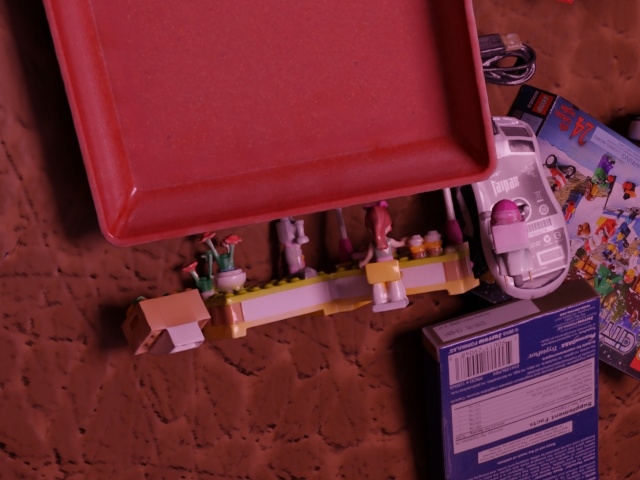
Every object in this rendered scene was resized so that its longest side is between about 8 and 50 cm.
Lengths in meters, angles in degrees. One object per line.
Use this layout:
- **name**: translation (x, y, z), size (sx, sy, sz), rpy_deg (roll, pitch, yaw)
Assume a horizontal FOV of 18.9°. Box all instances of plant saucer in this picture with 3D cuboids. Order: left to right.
- **plant saucer**: translation (-0.036, -0.141, 1.194), size (0.258, 0.048, 0.259), rpy_deg (-10, 114, 3)

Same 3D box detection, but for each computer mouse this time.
- **computer mouse**: translation (0.123, -0.050, 1.377), size (0.106, 0.042, 0.193), rpy_deg (-16, 91, -19)

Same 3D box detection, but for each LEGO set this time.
- **LEGO set**: translation (0.000, 0.000, 1.317), size (0.287, 0.132, 0.107), rpy_deg (-10, 92, -3)

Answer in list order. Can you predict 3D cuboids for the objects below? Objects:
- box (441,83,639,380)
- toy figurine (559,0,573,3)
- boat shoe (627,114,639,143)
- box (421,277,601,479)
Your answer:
- **box**: translation (0.210, 0.000, 1.487), size (0.233, 0.044, 0.159), rpy_deg (27, 90, -36)
- **toy figurine**: translation (0.229, -0.370, 1.354), size (0.217, 0.191, 0.362), rpy_deg (-50, 124, -47)
- **boat shoe**: translation (0.307, -0.108, 1.503), size (0.183, 0.065, 0.083), rpy_deg (1, 101, -46)
- **box**: translation (0.149, 0.145, 1.472), size (0.136, 0.036, 0.225), rpy_deg (-16, 124, -16)
